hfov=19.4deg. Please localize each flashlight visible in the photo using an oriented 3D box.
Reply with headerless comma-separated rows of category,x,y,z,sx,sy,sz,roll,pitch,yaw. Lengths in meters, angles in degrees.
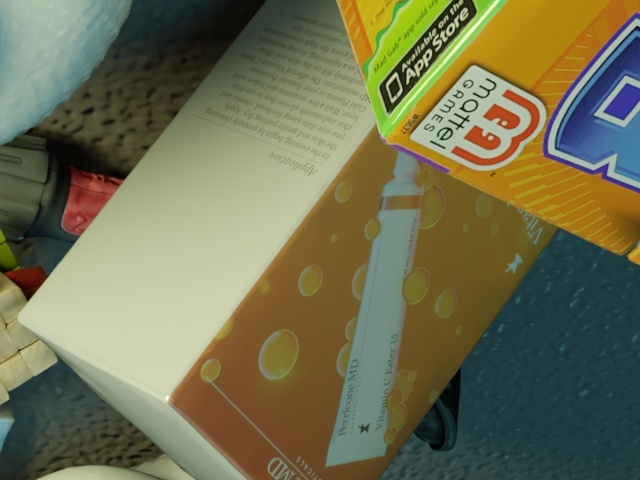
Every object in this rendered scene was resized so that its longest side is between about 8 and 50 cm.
flashlight,-0.125,-0.022,1.422,0.304,0.103,0.103,13,107,-22

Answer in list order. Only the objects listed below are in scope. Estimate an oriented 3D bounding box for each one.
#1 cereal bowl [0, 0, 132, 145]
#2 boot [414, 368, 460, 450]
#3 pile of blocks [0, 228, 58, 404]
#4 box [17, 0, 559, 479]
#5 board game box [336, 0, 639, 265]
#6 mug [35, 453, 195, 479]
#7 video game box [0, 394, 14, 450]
cereal bowl,-0.250,-0.145,0.945,0.339,0.141,0.339,-5,140,-4
boot,0.002,0.105,1.597,0.229,0.091,0.263,0,153,8
pile of blocks,-0.256,0.042,1.401,0.113,0.149,0.362,-32,-178,-17
box,0.000,0.000,1.287,0.345,0.168,0.215,-53,135,-14
board game box,0.238,-0.223,1.069,0.356,0.356,0.356,23,124,-31
mug,-0.166,0.318,1.639,0.328,0.276,0.374,-39,135,11
video game box,-0.390,0.198,1.611,0.205,0.048,0.187,13,118,-23
